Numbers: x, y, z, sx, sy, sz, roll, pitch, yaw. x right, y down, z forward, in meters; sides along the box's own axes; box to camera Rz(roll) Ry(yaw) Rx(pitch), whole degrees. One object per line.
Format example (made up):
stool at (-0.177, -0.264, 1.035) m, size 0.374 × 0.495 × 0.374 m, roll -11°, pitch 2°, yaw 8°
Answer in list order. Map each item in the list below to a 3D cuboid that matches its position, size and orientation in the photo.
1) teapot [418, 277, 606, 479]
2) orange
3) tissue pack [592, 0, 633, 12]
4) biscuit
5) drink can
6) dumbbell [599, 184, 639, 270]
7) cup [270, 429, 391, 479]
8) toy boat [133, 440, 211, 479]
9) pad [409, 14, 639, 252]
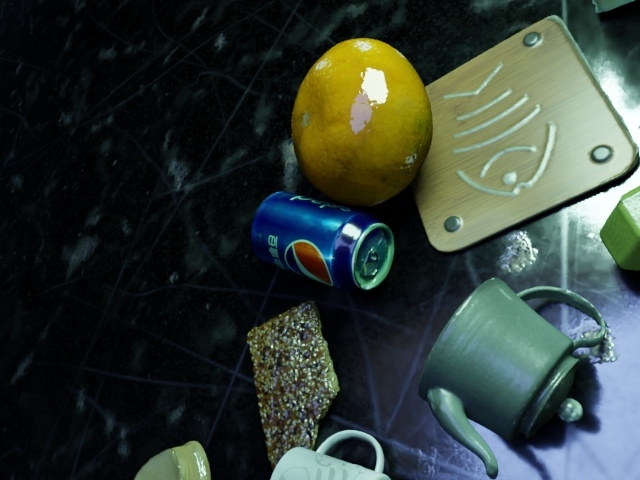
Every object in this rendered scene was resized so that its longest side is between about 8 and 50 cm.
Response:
teapot at (0.219, 0.139, 0.652) m, size 0.149 × 0.162 × 0.239 m, roll 33°, pitch 60°, yaw 31°
orange at (0.061, -0.163, 0.857) m, size 0.240 × 0.171 × 0.240 m, roll -15°, pitch 72°, yaw 59°
tissue pack at (0.469, -0.454, 0.650) m, size 0.388 × 0.287 × 0.162 m, roll -14°, pitch 58°, yaw 29°
biscuit at (-0.036, 0.211, 0.862) m, size 0.131 × 0.026 × 0.236 m, roll -31°, pitch 54°, yaw 22°
drink can at (0.000, 0.000, 0.875) m, size 0.205 × 0.118 × 0.118 m, roll 15°, pitch 79°, yaw 38°
dumbbell at (0.396, 0.071, 0.576) m, size 0.108 × 0.122 × 0.301 m, roll -55°, pitch 44°, yaw 40°
cup at (0.017, 0.301, 0.737) m, size 0.133 × 0.099 × 0.135 m, roll 4°, pitch 72°, yaw 36°
toy boat at (-0.229, 0.391, 0.890) m, size 0.116 × 0.061 × 0.188 m, roll 5°, pitch 72°, yaw 36°
pad at (0.248, -0.148, 0.839) m, size 0.287 × 0.018 × 0.283 m, roll -28°, pitch 56°, yaw 23°
